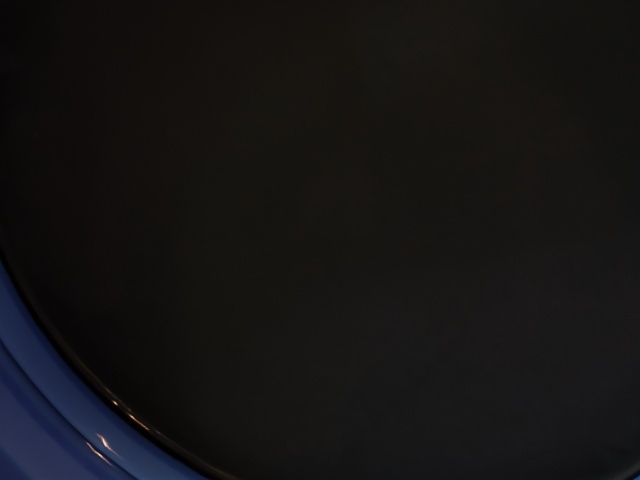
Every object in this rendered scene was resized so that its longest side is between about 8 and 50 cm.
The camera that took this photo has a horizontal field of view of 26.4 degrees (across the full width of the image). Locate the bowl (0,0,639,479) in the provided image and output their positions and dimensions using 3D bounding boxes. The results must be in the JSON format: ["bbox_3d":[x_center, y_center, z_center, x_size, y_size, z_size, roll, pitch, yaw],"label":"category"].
[{"bbox_3d":[0.000,0.000,0.515,0.391,0.391,0.077,36,34,-2],"label":"bowl"}]
